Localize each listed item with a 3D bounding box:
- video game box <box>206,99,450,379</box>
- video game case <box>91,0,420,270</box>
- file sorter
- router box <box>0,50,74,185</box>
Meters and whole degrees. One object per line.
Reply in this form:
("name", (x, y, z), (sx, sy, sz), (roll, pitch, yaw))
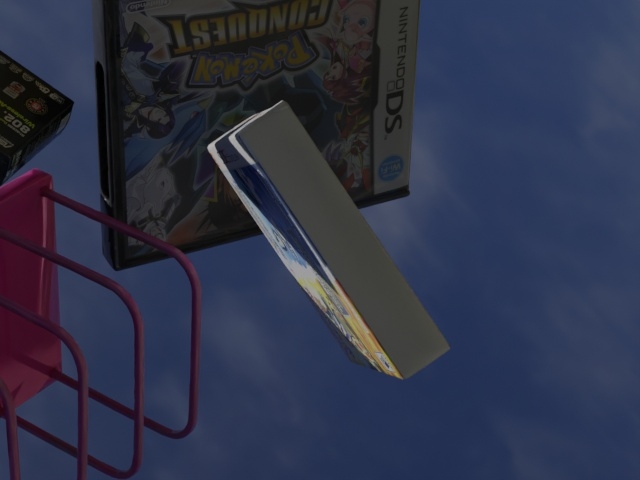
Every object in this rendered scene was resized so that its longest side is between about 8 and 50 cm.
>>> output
("video game box", (0.000, 0.000, 1.362), (0.205, 0.048, 0.187), (56, 174, -5))
("video game case", (-0.047, -0.115, 1.525), (0.275, 0.248, 0.035), (-15, -142, -23))
("file sorter", (-0.246, 0.115, 1.450), (0.182, 0.202, 0.291), (23, -143, 29))
("router box", (-0.256, -0.102, 1.396), (0.122, 0.038, 0.092), (34, -139, 4))
